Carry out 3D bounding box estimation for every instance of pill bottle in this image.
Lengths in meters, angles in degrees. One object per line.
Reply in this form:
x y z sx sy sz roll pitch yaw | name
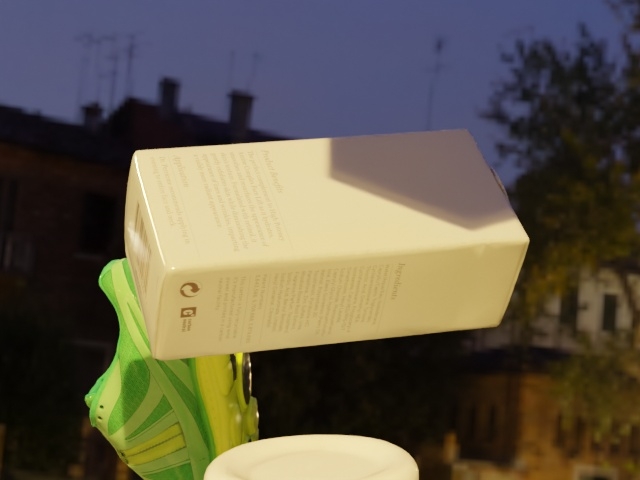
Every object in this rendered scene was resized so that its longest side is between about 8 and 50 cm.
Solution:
-0.001 0.244 0.938 0.131 0.229 0.131 -2 8 0 | pill bottle

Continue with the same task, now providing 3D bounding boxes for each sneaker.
-0.117 0.141 1.206 0.123 0.295 0.109 2 15 14 | sneaker

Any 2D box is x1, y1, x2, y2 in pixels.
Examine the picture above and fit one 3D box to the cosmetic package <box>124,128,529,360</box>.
0.000 0.000 0.966 0.231 0.117 0.085 -3 -47 -17 | cosmetic package
